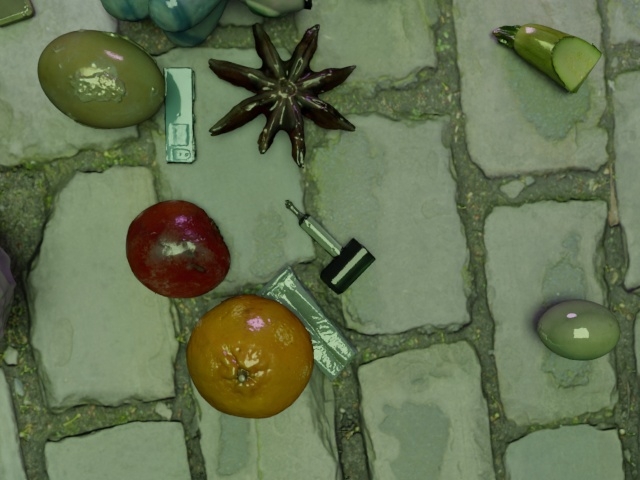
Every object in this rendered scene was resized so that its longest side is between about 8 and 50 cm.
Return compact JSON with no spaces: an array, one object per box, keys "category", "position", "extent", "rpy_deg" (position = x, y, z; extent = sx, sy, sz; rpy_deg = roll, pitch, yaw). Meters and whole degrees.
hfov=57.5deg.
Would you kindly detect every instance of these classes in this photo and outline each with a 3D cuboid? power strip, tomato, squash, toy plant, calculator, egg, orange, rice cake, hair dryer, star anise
[{"category":"power strip","position":[-0.557,-0.458,1.000],"extent":[0.076,0.028,0.168],"rpy_deg":[-19,98,-2]},{"category":"tomato","position":[-0.257,0.023,1.032],"extent":[0.173,0.099,0.189],"rpy_deg":[-29,98,-3]},{"category":"squash","position":[0.410,-0.346,1.060],"extent":[0.200,0.075,0.090],"rpy_deg":[25,119,-5]},{"category":"toy plant","position":[-0.197,-0.439,0.936],"extent":[0.333,0.247,0.247],"rpy_deg":[-18,96,0]},{"category":"calculator","position":[-0.252,-0.224,1.049],"extent":[0.057,0.018,0.171],"rpy_deg":[-1,95,-5]},{"category":"egg","position":[-0.361,-0.264,0.970],"extent":[0.202,0.164,0.164],"rpy_deg":[10,94,-11]},{"category":"orange","position":[-0.122,0.202,1.007],"extent":[0.220,0.193,0.219],"rpy_deg":[5,102,24]},{"category":"rice cake","position":[-0.021,0.158,1.091],"extent":[0.085,0.040,0.226],"rpy_deg":[-39,96,-1]},{"category":"hair dryer","position":[0.000,0.000,1.080],"extent":[0.100,0.057,0.197],"rpy_deg":[-45,88,0]},{"category":"star anise","position":[-0.065,-0.253,1.025],"extent":[0.289,0.088,0.288],"rpy_deg":[1,80,-7]},{"category":"egg","position":[0.482,0.168,1.092],"extent":[0.152,0.114,0.114],"rpy_deg":[0,95,-9]}]

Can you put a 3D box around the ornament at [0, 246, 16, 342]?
[{"category":"ornament","position":[-0.657,0.076,0.884],"extent":[0.338,0.337,0.336],"rpy_deg":[0,95,-4]}]
